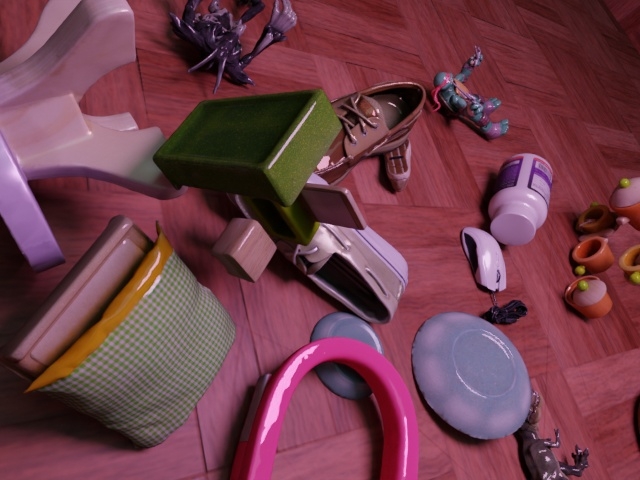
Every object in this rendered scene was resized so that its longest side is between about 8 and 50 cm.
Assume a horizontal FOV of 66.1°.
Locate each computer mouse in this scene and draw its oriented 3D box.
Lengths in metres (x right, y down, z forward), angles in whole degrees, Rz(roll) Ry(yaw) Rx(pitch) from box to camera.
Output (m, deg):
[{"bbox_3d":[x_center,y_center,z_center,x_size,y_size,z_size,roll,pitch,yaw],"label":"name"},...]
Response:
[{"bbox_3d":[0.305,0.053,0.875,0.106,0.042,0.193,4,61,-32],"label":"computer mouse"}]

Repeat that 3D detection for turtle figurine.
[{"bbox_3d":[0.318,-0.318,1.068,0.234,0.118,0.175,25,65,-39],"label":"turtle figurine"}]

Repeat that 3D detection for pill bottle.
[{"bbox_3d":[0.394,-0.080,0.975,0.108,0.108,0.193,40,48,-7],"label":"pill bottle"}]

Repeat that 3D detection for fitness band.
[{"bbox_3d":[0.013,0.248,0.533,0.209,0.054,0.291,25,57,-18],"label":"fitness band"}]

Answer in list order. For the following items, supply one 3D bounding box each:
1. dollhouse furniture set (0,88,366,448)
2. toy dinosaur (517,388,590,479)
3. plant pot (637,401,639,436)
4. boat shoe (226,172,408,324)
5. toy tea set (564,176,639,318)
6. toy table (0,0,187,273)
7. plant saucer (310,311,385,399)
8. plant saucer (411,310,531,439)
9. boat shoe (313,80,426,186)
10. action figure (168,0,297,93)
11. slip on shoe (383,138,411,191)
[{"bbox_3d":[-0.086,0.042,0.441,0.301,0.151,0.197,-59,140,-26],"label":"dollhouse furniture set"},{"bbox_3d":[0.355,0.356,0.711,0.118,0.064,0.268,2,61,-17],"label":"toy dinosaur"},{"bbox_3d":[0.673,0.392,0.925,0.236,0.032,0.236,17,55,-26],"label":"plant pot"},{"bbox_3d":[0.000,0.000,0.652,0.302,0.109,0.094,34,40,-15],"label":"boat shoe"},{"bbox_3d":[0.590,-0.003,1.005,0.124,0.200,0.336,43,52,-16],"label":"toy tea set"},{"bbox_3d":[-0.259,-0.123,0.486,0.161,0.252,0.274,-28,93,-25],"label":"toy table"},{"bbox_3d":[0.043,0.147,0.651,0.119,0.021,0.119,17,55,-25],"label":"plant saucer"},{"bbox_3d":[0.229,0.183,0.714,0.195,0.037,0.195,10,53,-13],"label":"plant saucer"},{"bbox_3d":[0.048,-0.182,0.781,0.324,0.120,0.122,-35,83,-35],"label":"boat shoe"},{"bbox_3d":[-0.135,-0.360,0.768,0.164,0.141,0.276,28,48,-32],"label":"action figure"},{"bbox_3d":[0.141,-0.141,0.888,0.051,0.041,0.135,-6,42,8],"label":"slip on shoe"}]
